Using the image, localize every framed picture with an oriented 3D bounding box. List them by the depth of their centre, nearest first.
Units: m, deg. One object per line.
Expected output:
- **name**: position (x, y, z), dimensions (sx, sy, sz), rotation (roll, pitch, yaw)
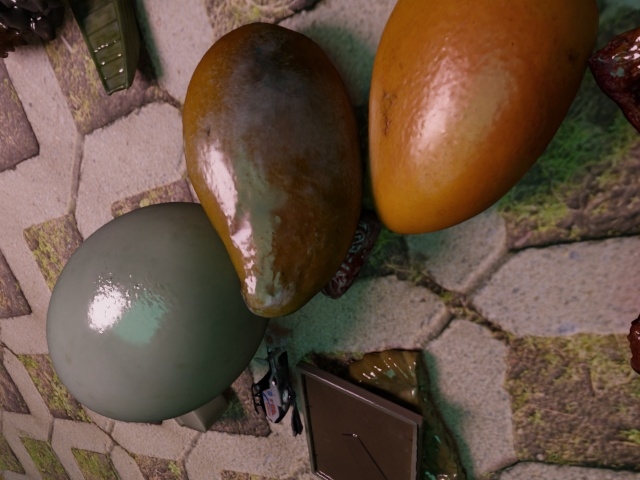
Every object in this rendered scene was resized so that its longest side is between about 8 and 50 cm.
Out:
- **framed picture**: position (0.061, 0.344, 0.664), dimensions (0.211, 0.020, 0.290), rotation (15, 124, 32)

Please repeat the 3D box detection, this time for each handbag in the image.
- **handbag**: position (-0.315, 0.280, 0.830), dimensions (0.219, 0.079, 0.256), rotation (-24, 101, 44)

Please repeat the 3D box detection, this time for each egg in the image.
- **egg**: position (-0.220, 0.102, 0.571), dimensions (0.276, 0.276, 0.389), rotation (49, 129, -2)

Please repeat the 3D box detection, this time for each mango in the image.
- **mango**: position (0.124, -0.114, 0.385), dimensions (0.187, 0.138, 0.257), rotation (24, 116, 28)
- **mango**: position (-0.047, -0.079, 0.438), dimensions (0.192, 0.146, 0.317), rotation (-7, 80, -4)

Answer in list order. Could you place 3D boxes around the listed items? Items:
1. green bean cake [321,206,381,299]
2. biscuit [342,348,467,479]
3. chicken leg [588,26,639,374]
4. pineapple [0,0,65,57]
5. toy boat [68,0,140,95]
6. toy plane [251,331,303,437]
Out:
- **green bean cake**: position (0.000, 0.000, 0.548), dimensions (0.135, 0.056, 0.135), rotation (30, 122, 11)
- **biscuit**: position (0.113, 0.294, 0.642), dimensions (0.187, 0.036, 0.274), rotation (-16, 107, 36)
- **chicken leg**: position (0.328, 0.005, 0.350), dimensions (0.157, 0.096, 0.407), rotation (-26, 110, 2)
- **pineapple**: position (-0.451, -0.335, 0.506), dimensions (0.356, 0.223, 0.223), rotation (8, 116, 27)
- **toy boat**: position (-0.309, -0.348, 0.537), dimensions (0.093, 0.055, 0.293), rotation (-7, 109, 28)
- **toy plane**: position (-0.076, 0.244, 0.698), dimensions (0.078, 0.053, 0.197), rotation (5, 109, 32)
